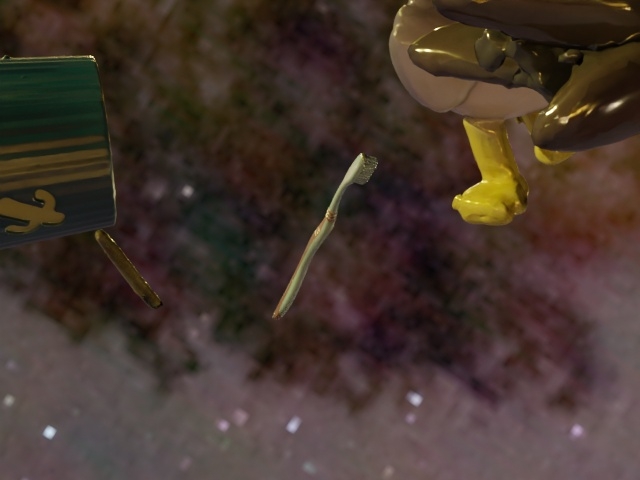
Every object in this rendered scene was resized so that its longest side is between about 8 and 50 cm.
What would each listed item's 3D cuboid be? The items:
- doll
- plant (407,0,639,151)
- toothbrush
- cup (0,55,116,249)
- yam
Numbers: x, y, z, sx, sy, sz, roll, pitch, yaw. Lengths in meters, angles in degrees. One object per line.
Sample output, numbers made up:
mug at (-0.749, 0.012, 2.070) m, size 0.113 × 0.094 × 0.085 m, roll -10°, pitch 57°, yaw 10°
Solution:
doll at (0.058, -0.192, 1.089) m, size 0.160 × 0.094 × 0.365 m, roll -42°, pitch -70°, yaw -40°
plant at (0.201, -0.103, 0.882) m, size 0.321 × 0.194 × 0.181 m, roll 14°, pitch 173°, yaw -10°
toothbrush at (0.000, 0.000, 1.652) m, size 0.019 × 0.193 × 0.013 m, roll 12°, pitch -141°, yaw -24°
cup at (-0.211, -0.045, 1.252) m, size 0.176 × 0.155 × 0.131 m, roll 101°, pitch 160°, yaw -67°
yam at (-0.167, 0.025, 1.726) m, size 0.014 × 0.014 × 0.107 m, roll 49°, pitch 176°, yaw 47°
